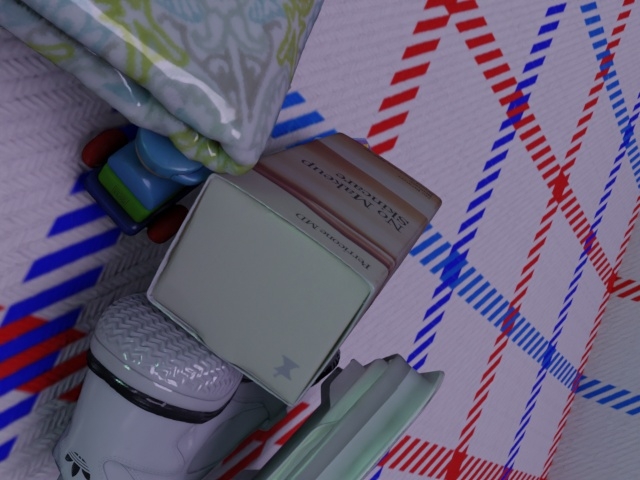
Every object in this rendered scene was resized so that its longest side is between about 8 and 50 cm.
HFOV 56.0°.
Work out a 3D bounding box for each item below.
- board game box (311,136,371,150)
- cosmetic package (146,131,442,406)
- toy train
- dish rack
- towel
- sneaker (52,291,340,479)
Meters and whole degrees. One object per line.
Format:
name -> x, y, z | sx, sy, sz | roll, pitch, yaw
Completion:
board game box -> 0.033, -0.064, 0.778 | 0.168, 0.033, 0.133 | -9, 109, -48
cosmetic package -> 0.000, 0.000, 0.567 | 0.129, 0.153, 0.296 | -58, 173, 24
toy train -> -0.078, -0.111, 0.526 | 0.248, 0.143, 0.105 | -44, 102, -31
dish rack -> -0.017, 0.218, 0.604 | 0.285, 0.072, 0.333 | -44, 172, -11
towel -> -0.137, -0.269, 0.381 | 0.374, 0.090, 0.320 | 35, 62, -31
sneaker -> -0.118, 0.167, 0.608 | 0.210, 0.137, 0.366 | -59, 157, 7
